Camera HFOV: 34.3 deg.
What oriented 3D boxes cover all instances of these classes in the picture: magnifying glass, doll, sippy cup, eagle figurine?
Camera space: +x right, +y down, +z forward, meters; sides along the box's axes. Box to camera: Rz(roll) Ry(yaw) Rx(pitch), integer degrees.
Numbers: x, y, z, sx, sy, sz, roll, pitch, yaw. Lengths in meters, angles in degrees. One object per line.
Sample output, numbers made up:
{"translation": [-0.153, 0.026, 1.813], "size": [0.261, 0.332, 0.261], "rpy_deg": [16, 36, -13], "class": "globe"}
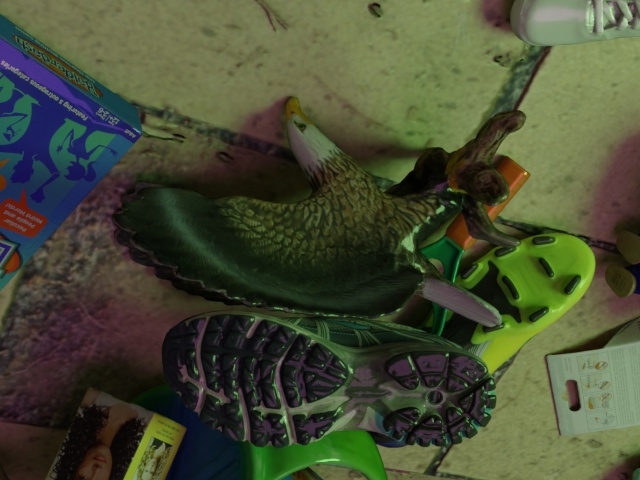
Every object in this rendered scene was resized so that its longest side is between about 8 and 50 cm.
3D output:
{"translation": [0.111, 0.020, 0.968], "size": [0.092, 0.026, 0.231], "rpy_deg": [40, 102, 7], "class": "magnifying glass"}
{"translation": [0.381, 0.030, 1.069], "size": [0.189, 0.046, 0.129], "rpy_deg": [1, 114, -26], "class": "doll"}
{"translation": [-0.089, 0.280, 0.997], "size": [0.224, 0.306, 0.240], "rpy_deg": [39, 61, -46], "class": "sippy cup"}
{"translation": [-0.005, -0.009, 0.836], "size": [0.298, 0.225, 0.226], "rpy_deg": [-24, 140, -14], "class": "eagle figurine"}

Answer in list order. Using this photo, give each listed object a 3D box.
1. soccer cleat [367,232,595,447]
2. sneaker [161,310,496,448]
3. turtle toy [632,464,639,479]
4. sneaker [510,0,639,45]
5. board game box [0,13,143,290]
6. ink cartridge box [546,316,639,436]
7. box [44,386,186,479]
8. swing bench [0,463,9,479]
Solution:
{"translation": [0.150, 0.098, 1.034], "size": [0.289, 0.093, 0.121], "rpy_deg": [-42, 157, 7], "class": "soccer cleat"}
{"translation": [0.003, 0.116, 0.907], "size": [0.283, 0.122, 0.110], "rpy_deg": [10, 100, -6], "class": "sneaker"}
{"translation": [0.417, 0.302, 1.260], "size": [0.095, 0.066, 0.130], "rpy_deg": [-35, 134, -22], "class": "turtle toy"}
{"translation": [0.264, -0.194, 0.843], "size": [0.212, 0.094, 0.080], "rpy_deg": [-13, 128, -9], "class": "sneaker"}
{"translation": [-0.265, -0.060, 0.794], "size": [0.160, 0.047, 0.210], "rpy_deg": [34, 109, -34], "class": "board game box"}
{"translation": [0.348, 0.148, 1.160], "size": [0.179, 0.045, 0.145], "rpy_deg": [-10, 129, 12], "class": "ink cartridge box"}
{"translation": [-0.207, 0.252, 0.902], "size": [0.058, 0.087, 0.232], "rpy_deg": [43, 65, -54], "class": "box"}
{"translation": [-0.432, 0.244, 0.874], "size": [0.253, 0.165, 0.254], "rpy_deg": [-31, 153, 4], "class": "swing bench"}
